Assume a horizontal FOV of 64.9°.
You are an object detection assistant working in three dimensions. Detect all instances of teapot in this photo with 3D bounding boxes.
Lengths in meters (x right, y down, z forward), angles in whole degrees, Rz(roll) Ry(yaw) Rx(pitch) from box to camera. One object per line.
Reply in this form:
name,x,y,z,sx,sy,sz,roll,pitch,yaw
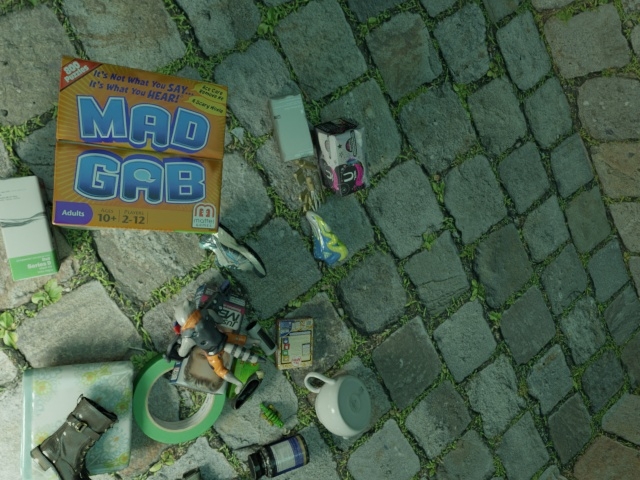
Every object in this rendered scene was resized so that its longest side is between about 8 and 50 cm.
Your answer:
teapot,0.066,0.659,2.013,0.252,0.187,0.256,19,58,-44

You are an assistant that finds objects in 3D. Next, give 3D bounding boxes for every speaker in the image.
speaker,-0.224,0.372,1.917,0.055,0.055,0.136,-41,109,-17

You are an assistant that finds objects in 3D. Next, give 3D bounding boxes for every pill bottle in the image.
pill bottle,-0.162,0.837,1.942,0.219,0.123,0.123,-11,98,-24

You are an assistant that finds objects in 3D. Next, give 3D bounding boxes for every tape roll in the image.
tape roll,-0.501,0.548,1.787,0.321,0.077,0.321,-2,94,-25

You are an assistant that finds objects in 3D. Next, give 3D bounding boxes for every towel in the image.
towel,-0.772,0.578,1.605,0.320,0.090,0.374,1,95,-30

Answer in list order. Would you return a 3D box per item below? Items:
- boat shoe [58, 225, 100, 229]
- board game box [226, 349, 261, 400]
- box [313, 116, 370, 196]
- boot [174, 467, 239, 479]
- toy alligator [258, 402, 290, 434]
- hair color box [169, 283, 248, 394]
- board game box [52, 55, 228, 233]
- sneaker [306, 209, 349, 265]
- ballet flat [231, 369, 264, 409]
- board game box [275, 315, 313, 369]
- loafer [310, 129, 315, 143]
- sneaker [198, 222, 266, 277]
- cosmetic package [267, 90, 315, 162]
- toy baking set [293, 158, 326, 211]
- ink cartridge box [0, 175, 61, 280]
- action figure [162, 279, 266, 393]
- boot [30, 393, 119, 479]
boat shoe,-0.689,-0.080,1.639,0.305,0.109,0.091,-2,94,-31
board game box,-0.289,0.505,1.901,0.092,0.043,0.181,13,88,-26
box,0.082,-0.317,1.915,0.142,0.163,0.247,-24,125,-21
boot,-0.423,0.907,1.850,0.246,0.083,0.161,-23,97,-24
toy alligator,-0.171,0.703,1.966,0.056,0.051,0.189,-44,110,-16
hair color box,-0.384,0.344,1.753,0.174,0.105,0.347,22,65,-24
board game box,-0.462,-0.210,1.280,0.356,0.356,0.356,3,92,-25
sneaker,0.000,0.000,1.980,0.126,0.091,0.240,-42,98,-4
ballet flat,-0.264,0.556,1.865,0.057,0.049,0.173,44,75,-23
board game box,-0.103,0.402,1.982,0.147,0.045,0.193,0,94,-26
loafer,0.003,-0.400,1.973,0.148,0.050,0.056,9,90,-26
sneaker,-0.320,0.055,1.839,0.283,0.110,0.122,43,94,-19
cosmetic package,-0.110,-0.418,1.879,0.127,0.107,0.238,-17,98,-8
toy baking set,-0.043,-0.207,1.912,0.256,0.030,0.197,-8,95,-66
ink cartridge box,-0.867,-0.042,1.495,0.121,0.211,0.289,-11,99,-24
action figure,-0.326,0.284,1.642,0.330,0.178,0.341,41,59,-23
boot,-0.712,0.629,1.541,0.229,0.091,0.263,-44,111,-18
